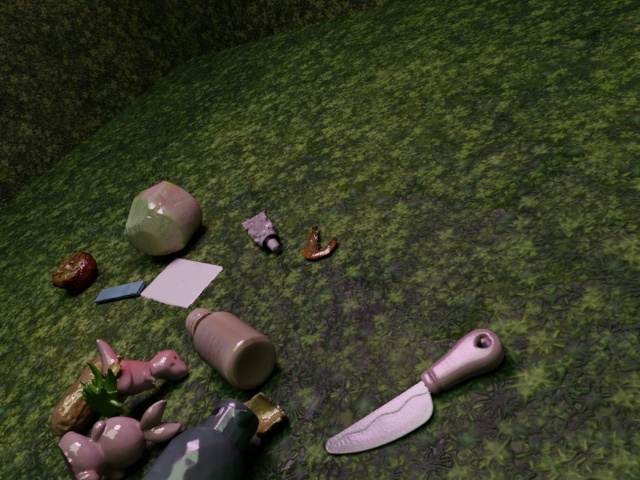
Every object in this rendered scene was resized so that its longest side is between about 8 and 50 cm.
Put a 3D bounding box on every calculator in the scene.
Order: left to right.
[{"bbox_3d":[-0.575,0.148,1.647,0.171,0.018,0.057,-12,35,25],"label":"calculator"}]

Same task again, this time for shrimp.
[{"bbox_3d":[0.000,0.000,1.407,0.090,0.025,0.127,-18,38,17],"label":"shrimp"}]

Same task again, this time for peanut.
[{"bbox_3d":[-0.515,0.338,1.270,0.099,0.100,0.214,6,46,42],"label":"peanut"}]

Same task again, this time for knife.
[{"bbox_3d":[0.158,0.262,0.928,0.335,0.043,0.081,-37,39,-1],"label":"knife"}]

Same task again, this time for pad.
[{"bbox_3d":[-0.381,0.112,1.562,0.231,0.004,0.156,7,46,43],"label":"pad"}]

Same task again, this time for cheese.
[{"bbox_3d":[-0.100,0.313,1.034,0.060,0.041,0.084,-40,49,-5],"label":"cheese"}]

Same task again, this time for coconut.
[{"bbox_3d":[-0.461,-0.071,1.699,0.204,0.236,0.236,17,44,4],"label":"coconut"}]

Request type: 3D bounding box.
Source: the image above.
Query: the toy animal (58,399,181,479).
[{"bbox_3d":[-0.378,0.387,1.097,0.212,0.125,0.124,-20,26,-28],"label":"toy animal"}]

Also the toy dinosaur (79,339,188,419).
[{"bbox_3d":[-0.393,0.269,1.187,0.194,0.152,0.177,25,48,7],"label":"toy dinosaur"}]

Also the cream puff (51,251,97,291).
[{"bbox_3d":[-0.765,0.104,1.794,0.148,0.084,0.149,-23,34,16],"label":"cream puff"}]

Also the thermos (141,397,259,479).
[{"bbox_3d":[-0.208,0.395,0.927,0.287,0.145,0.182,-53,6,-37],"label":"thermos"}]

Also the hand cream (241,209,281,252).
[{"bbox_3d":[-0.159,-0.028,1.552,0.084,0.050,0.257,-34,30,-3],"label":"hand cream"}]

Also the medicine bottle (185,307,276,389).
[{"bbox_3d":[-0.200,0.209,1.186,0.114,0.114,0.252,-42,35,-20],"label":"medicine bottle"}]
